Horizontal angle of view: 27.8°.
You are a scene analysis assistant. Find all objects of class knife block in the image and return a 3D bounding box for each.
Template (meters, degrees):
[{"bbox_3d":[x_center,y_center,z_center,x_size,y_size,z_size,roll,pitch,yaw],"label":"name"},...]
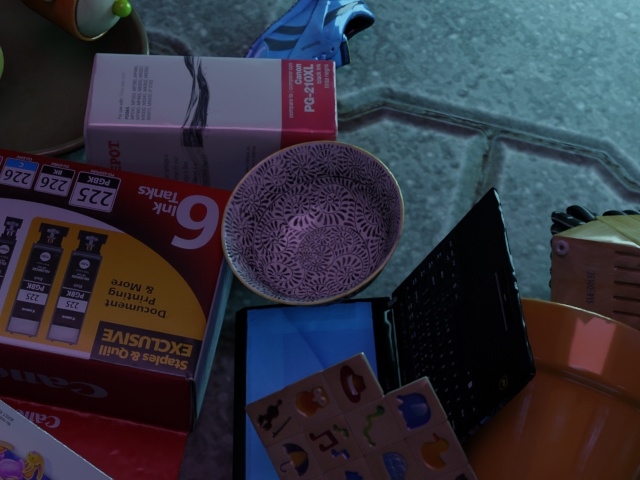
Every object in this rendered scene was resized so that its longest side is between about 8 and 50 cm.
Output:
[{"bbox_3d":[0.330,0.024,1.217,0.276,0.088,0.242,8,16,38],"label":"knife block"}]

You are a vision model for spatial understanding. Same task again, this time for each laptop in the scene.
[{"bbox_3d":[0.045,0.089,1.162,0.137,0.264,0.234,24,38,-23],"label":"laptop"}]

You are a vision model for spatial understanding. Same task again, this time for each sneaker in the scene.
[{"bbox_3d":[-0.019,-0.207,1.431,0.082,0.069,0.209,36,62,12],"label":"sneaker"}]

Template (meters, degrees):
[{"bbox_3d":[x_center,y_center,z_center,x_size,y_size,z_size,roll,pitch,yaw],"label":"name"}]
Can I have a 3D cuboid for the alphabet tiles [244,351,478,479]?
[{"bbox_3d":[0.038,0.222,1.082,0.198,0.009,0.237,-27,89,20],"label":"alphabet tiles"}]

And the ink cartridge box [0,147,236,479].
[{"bbox_3d":[-0.251,0.069,1.203,0.310,0.130,0.271,10,59,1],"label":"ink cartridge box"}]

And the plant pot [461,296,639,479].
[{"bbox_3d":[0.209,0.177,1.152,0.205,0.205,0.187,20,74,7],"label":"plant pot"}]

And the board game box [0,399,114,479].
[{"bbox_3d":[-0.301,0.252,1.051,0.347,0.078,0.233,36,60,-5],"label":"board game box"}]

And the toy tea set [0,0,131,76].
[{"bbox_3d":[-0.305,-0.230,1.298,0.124,0.200,0.336,24,59,19],"label":"toy tea set"}]

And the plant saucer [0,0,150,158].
[{"bbox_3d":[-0.325,-0.192,1.411,0.278,0.041,0.277,3,58,-4],"label":"plant saucer"}]

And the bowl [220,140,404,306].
[{"bbox_3d":[0.000,0.000,1.196,0.170,0.080,0.170,-6,59,11],"label":"bowl"}]

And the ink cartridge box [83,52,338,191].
[{"bbox_3d":[-0.108,-0.094,1.291,0.237,0.172,0.100,2,57,-4],"label":"ink cartridge box"}]
